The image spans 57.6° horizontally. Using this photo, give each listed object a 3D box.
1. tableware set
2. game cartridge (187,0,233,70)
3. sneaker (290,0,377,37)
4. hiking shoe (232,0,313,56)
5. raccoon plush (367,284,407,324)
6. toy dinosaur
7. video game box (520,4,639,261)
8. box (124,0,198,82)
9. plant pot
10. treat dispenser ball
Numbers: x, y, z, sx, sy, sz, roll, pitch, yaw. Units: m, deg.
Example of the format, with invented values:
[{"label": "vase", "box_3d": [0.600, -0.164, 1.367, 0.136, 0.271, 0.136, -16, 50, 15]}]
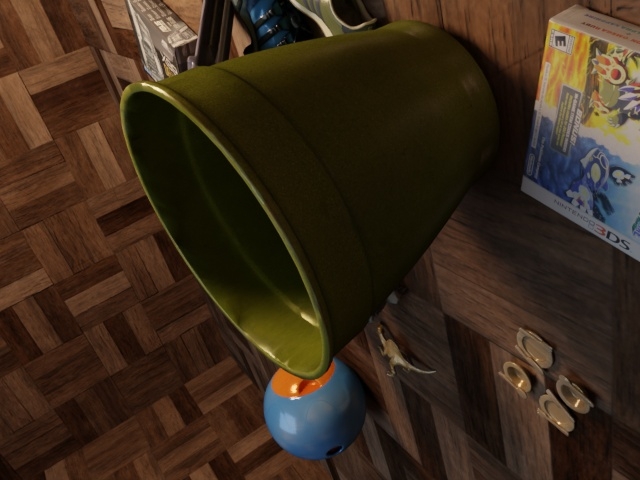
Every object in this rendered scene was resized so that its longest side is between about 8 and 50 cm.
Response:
[{"label": "tableware set", "box_3d": [0.333, 0.213, 0.867, 0.141, 0.020, 0.169, 47, 156, 31]}, {"label": "game cartridge", "box_3d": [-0.190, -0.338, 1.025, 0.230, 0.068, 0.355, 126, 149, -64]}, {"label": "sneaker", "box_3d": [0.016, -0.342, 0.815, 0.192, 0.064, 0.086, 55, 154, 8]}, {"label": "hiking shoe", "box_3d": [-0.062, -0.358, 0.946, 0.132, 0.113, 0.304, 25, 146, 21]}, {"label": "raccoon plush", "box_3d": [0.000, 0.000, 1.069, 0.216, 0.299, 0.447, -134, 36, -52]}, {"label": "toy dinosaur", "box_3d": [0.169, 0.257, 1.263, 0.183, 0.053, 0.093, 42, 152, 40]}, {"label": "video game box", "box_3d": [0.284, -0.088, 0.542, 0.187, 0.048, 0.205, 40, 152, 38]}, {"label": "box", "box_3d": [-0.406, -0.498, 1.566, 0.307, 0.076, 0.242, 48, 156, 30]}, {"label": "plant pot", "box_3d": [0.017, -0.087, 0.705, 0.366, 0.353, 0.367, 42, 152, 28]}, {"label": "treat dispenser ball", "box_3d": [-0.015, 0.462, 1.632, 0.288, 0.288, 0.288, 48, 157, 29]}]
